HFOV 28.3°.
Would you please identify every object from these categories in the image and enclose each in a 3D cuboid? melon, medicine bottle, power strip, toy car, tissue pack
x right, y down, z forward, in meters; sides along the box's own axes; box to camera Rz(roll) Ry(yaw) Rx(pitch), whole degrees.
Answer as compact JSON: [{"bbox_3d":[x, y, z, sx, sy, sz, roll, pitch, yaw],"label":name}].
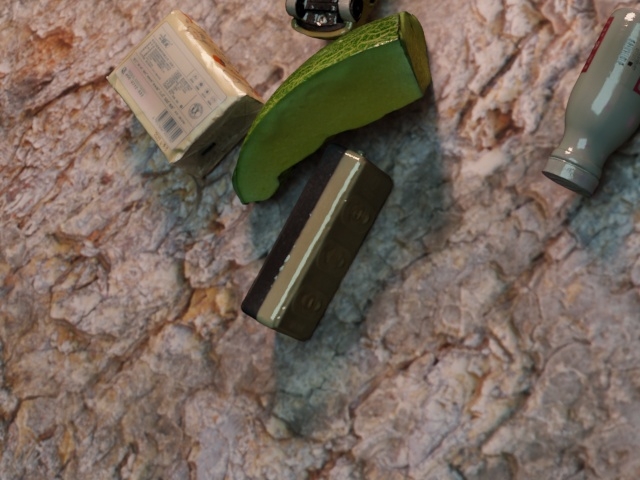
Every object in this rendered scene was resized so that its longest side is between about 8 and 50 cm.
[{"bbox_3d":[-0.002,-0.171,1.648,0.323,0.196,0.124,-32,92,19],"label":"melon"},{"bbox_3d":[0.341,-0.162,1.507,0.090,0.090,0.216,27,89,30],"label":"medicine bottle"},{"bbox_3d":[0.000,0.000,1.618,0.070,0.105,0.256,26,88,28],"label":"power strip"},{"bbox_3d":[0.036,-0.390,1.706,0.101,0.124,0.256,8,88,28],"label":"toy car"},{"bbox_3d":[-0.187,-0.206,1.777,0.148,0.092,0.196,-43,63,10],"label":"tissue pack"}]
